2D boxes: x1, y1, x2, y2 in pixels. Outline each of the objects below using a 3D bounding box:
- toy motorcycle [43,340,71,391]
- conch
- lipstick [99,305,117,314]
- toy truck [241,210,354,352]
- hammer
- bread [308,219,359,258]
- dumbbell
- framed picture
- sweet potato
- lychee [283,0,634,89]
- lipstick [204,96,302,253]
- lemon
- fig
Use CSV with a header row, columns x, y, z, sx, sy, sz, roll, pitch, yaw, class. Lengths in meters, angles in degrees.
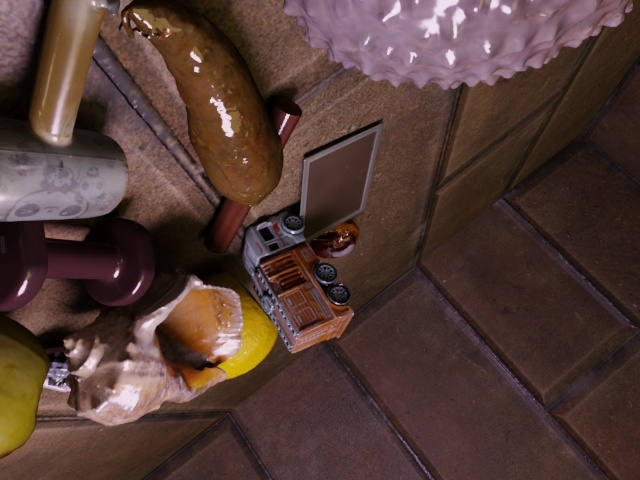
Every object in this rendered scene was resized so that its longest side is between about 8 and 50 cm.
x,y,z,sx,sy,sz,roll,pitch,yaw,class
-0.462,0.278,0.995,0.188,0.142,0.327,-8,160,32,toy motorcycle
-0.295,0.172,0.862,0.297,0.210,0.352,-53,160,1,conch
-0.386,0.186,1.046,0.070,0.070,0.254,-37,160,-7,lipstick
-0.069,0.091,1.071,0.163,0.305,0.136,-20,152,-28,toy truck
-0.271,-0.153,0.493,0.202,0.113,0.305,-11,138,-59,hammer
0.005,-0.007,1.317,0.269,0.095,0.139,-2,128,-36,bread
-0.351,0.026,0.658,0.124,0.140,0.225,-15,168,22,dumbbell
0.038,-0.129,1.141,0.232,0.019,0.296,-29,149,-27,framed picture
-0.131,-0.170,0.647,0.131,0.130,0.422,-36,157,-9,sweet potato
0.120,-0.323,0.436,0.380,0.380,0.432,-39,179,-3,lychee
-0.135,-0.104,0.883,0.057,0.057,0.356,-17,152,-47,lipstick
-0.233,0.208,1.108,0.219,0.240,0.240,-44,162,-10,lemon
-0.508,0.188,0.632,0.240,0.239,0.270,-31,130,-23,fig
